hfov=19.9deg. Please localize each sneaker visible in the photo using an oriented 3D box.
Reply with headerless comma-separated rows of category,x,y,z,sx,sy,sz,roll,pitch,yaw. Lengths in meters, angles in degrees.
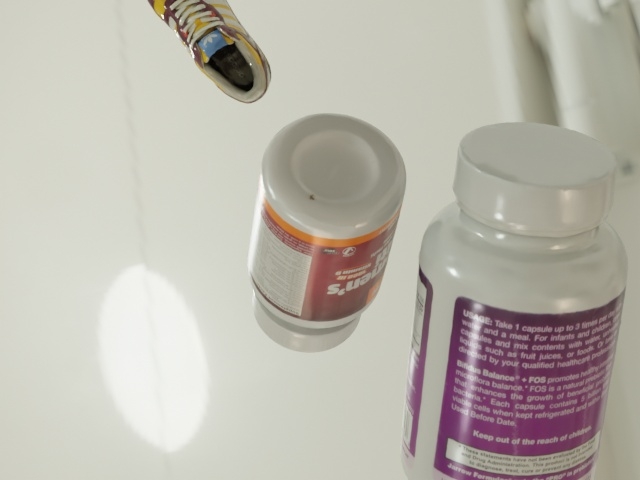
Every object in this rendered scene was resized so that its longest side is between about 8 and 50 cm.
sneaker,-0.116,-0.219,1.858,0.185,0.069,0.084,47,-172,-7

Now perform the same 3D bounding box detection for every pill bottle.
pill bottle,0.000,0.000,1.565,0.221,0.121,0.121,101,178,-57
pill bottle,0.158,0.065,1.478,0.169,0.169,0.301,-43,-36,-55
